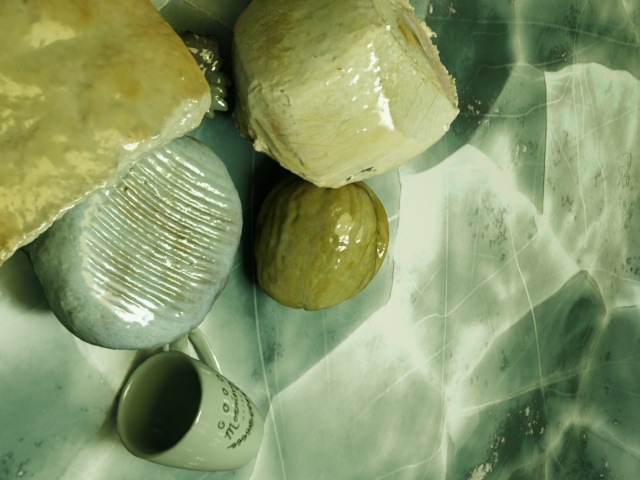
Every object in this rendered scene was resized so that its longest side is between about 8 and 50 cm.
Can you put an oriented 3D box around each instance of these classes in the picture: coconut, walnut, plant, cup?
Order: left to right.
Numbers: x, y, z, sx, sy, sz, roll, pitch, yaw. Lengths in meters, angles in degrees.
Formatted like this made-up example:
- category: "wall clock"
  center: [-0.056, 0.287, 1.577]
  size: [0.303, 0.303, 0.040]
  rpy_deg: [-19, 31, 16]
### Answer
- category: "plant"
  center: [-0.233, -0.282, 1.451]
  size: [0.194, 0.129, 0.132]
  rpy_deg: [16, 86, -43]
- category: "cup"
  center: [-0.216, 0.285, 1.573]
  size: [0.234, 0.186, 0.258]
  rpy_deg: [38, 44, -51]
- category: "walnut"
  center: [0.000, 0.000, 1.673]
  size: [0.227, 0.283, 0.283]
  rpy_deg: [-76, 167, -79]
- category: "coconut"
  center: [0.012, -0.277, 1.527]
  size: [0.404, 0.404, 0.404]
  rpy_deg: [-11, 106, -44]

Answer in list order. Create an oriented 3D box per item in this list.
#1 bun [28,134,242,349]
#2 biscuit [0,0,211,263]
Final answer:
- category: "bun"
  center: [-0.292, -0.008, 1.383]
  size: [0.362, 0.211, 0.362]
  rpy_deg: [-2, 93, -38]
- category: "biscuit"
  center: [-0.379, -0.242, 1.179]
  size: [0.429, 0.104, 0.446]
  rpy_deg: [-34, 98, -31]
